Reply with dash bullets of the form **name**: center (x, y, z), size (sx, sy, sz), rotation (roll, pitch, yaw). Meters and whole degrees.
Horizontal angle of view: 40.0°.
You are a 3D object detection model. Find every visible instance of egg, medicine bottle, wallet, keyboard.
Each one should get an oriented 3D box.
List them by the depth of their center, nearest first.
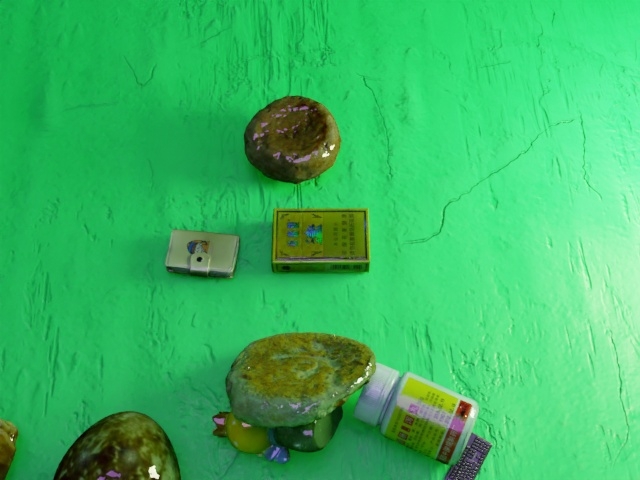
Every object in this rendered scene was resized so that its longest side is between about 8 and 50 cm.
- **egg**: center (-0.378, 0.455, 1.647), size (0.238, 0.238, 0.289), rotation (4, 54, 3)
- **medicine bottle**: center (0.191, 0.343, 1.754), size (0.225, 0.139, 0.139), rotation (23, 65, 12)
- **keyboard**: center (0.289, 0.460, 1.765), size (0.053, 0.010, 0.155), rotation (28, 66, 15)
- **wallet**: center (-0.264, 0.031, 1.978), size (0.155, 0.039, 0.110), rotation (6, 59, 3)

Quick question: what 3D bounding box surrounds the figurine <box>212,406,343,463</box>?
- **figurine**: center (-0.086, 0.359, 1.771), size (0.234, 0.127, 0.185), rotation (-10, 19, 28)

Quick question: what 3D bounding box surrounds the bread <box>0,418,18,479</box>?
- **bread**: center (-0.736, 0.468, 1.615), size (0.191, 0.314, 0.370), rotation (9, 67, 15)

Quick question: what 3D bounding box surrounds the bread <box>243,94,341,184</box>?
- **bread**: center (-0.064, -0.231, 2.067), size (0.230, 0.123, 0.230), rotation (-3, 60, 5)

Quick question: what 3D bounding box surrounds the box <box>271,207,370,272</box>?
- **box**: center (0.000, 0.000, 1.978), size (0.220, 0.064, 0.141), rotation (0, 63, -2)

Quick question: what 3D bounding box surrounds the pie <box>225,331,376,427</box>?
- **pie**: center (-0.038, 0.265, 1.741), size (0.323, 0.071, 0.323), rotation (-7, 22, 3)
